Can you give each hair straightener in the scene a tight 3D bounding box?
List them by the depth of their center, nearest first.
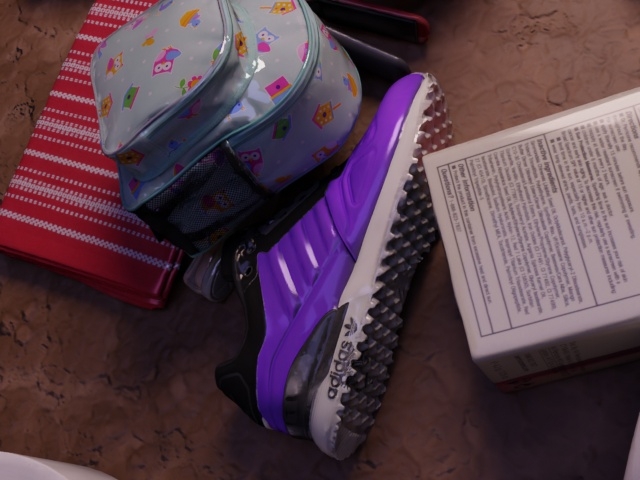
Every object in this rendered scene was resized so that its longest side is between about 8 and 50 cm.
[{"bbox_3d":[-0.031,-0.172,0.800,0.231,0.047,0.089,20,77,8],"label":"hair straightener"}]

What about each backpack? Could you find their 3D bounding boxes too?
[{"bbox_3d":[-0.071,-0.107,0.719,0.188,0.144,0.165,-28,46,10],"label":"backpack"}]

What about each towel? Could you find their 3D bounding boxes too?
[{"bbox_3d":[-0.167,-0.090,0.855,0.199,0.031,0.274,16,77,24],"label":"towel"}]

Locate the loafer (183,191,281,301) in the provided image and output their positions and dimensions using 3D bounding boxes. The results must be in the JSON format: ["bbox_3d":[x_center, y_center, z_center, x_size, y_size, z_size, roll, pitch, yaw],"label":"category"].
[{"bbox_3d":[-0.073,-0.013,0.789,0.039,0.045,0.125,22,83,32],"label":"loafer"}]

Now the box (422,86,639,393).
[{"bbox_3d":[0.203,-0.005,0.638,0.233,0.127,0.148,-16,67,13],"label":"box"}]

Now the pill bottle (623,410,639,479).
[{"bbox_3d":[0.310,0.148,0.535,0.264,0.146,0.146,13,76,23],"label":"pill bottle"}]

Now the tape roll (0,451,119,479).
[{"bbox_3d":[-0.232,0.300,0.703,0.286,0.100,0.286,-7,69,17],"label":"tape roll"}]

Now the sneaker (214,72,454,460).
[{"bbox_3d":[0.000,0.000,0.724,0.146,0.102,0.293,14,77,24],"label":"sneaker"}]
